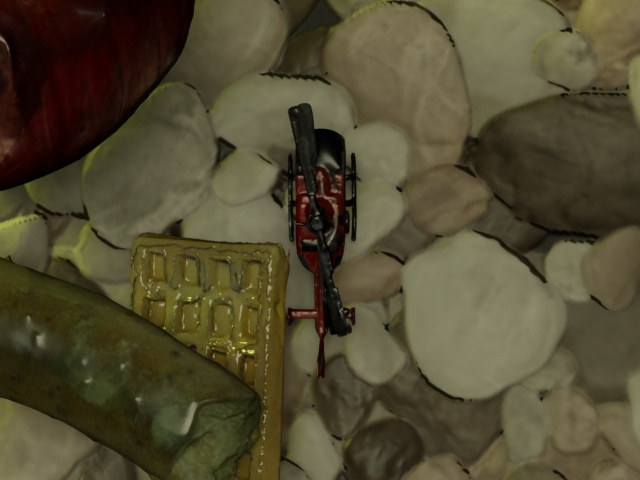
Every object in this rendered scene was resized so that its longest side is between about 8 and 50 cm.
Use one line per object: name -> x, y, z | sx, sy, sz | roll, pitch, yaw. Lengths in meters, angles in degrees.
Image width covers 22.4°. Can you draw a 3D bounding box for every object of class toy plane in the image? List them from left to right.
toy plane -> 0.000, 0.000, 0.843 | 0.037, 0.060, 0.145 | -1, 97, 3

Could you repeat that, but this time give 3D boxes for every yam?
yam -> -0.177, 0.036, 0.827 | 0.317, 0.067, 0.071 | 25, 109, 15

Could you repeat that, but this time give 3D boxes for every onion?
onion -> -0.200, -0.106, 0.809 | 0.272, 0.272, 0.195 | 7, 125, 4

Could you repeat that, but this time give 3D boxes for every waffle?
waffle -> -0.061, 0.065, 0.836 | 0.092, 0.021, 0.135 | 5, 93, 22
